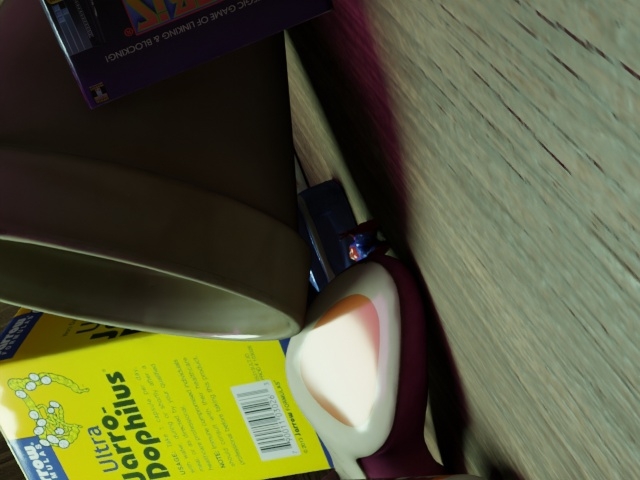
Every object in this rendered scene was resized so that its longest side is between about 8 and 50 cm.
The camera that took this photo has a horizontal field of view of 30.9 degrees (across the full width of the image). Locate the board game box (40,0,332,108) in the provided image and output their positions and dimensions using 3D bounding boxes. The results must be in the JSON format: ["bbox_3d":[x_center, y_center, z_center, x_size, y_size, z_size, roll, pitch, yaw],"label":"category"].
[{"bbox_3d":[-0.091,-0.177,0.707,0.048,0.170,0.141,-122,10,-51],"label":"board game box"}]

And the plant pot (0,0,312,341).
[{"bbox_3d":[-0.146,-0.091,0.898,0.323,0.323,0.280,92,-171,-77],"label":"plant pot"}]

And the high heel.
[{"bbox_3d":[0.067,0.135,0.989,0.127,0.181,0.377,46,142,29],"label":"high heel"}]

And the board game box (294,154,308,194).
[{"bbox_3d":[-0.032,-0.014,1.390,0.193,0.053,0.305,-155,43,-81],"label":"board game box"}]

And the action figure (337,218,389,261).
[{"bbox_3d":[0.035,0.005,0.962,0.038,0.030,0.115,62,176,4],"label":"action figure"}]

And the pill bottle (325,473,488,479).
[{"bbox_3d":[0.034,0.238,0.858,0.221,0.121,0.121,-15,100,45],"label":"pill bottle"}]

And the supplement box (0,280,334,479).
[{"bbox_3d":[-0.143,0.133,1.225,0.194,0.356,0.195,-69,-38,-61],"label":"supplement box"}]

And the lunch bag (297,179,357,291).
[{"bbox_3d":[0.000,0.000,1.073,0.067,0.065,0.098,-136,24,-77],"label":"lunch bag"}]
